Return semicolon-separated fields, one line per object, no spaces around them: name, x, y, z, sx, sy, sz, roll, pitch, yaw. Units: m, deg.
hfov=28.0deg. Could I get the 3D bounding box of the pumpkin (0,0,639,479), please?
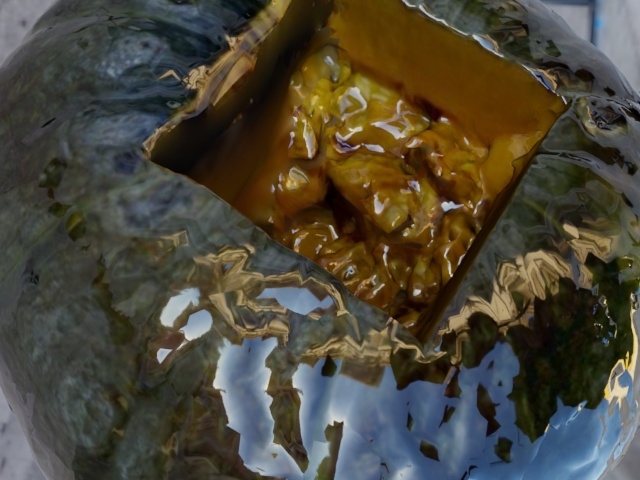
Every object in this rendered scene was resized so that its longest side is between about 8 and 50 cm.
pumpkin;0.000;0.000;0.551;0.192;0.320;0.320;109;2;-61
